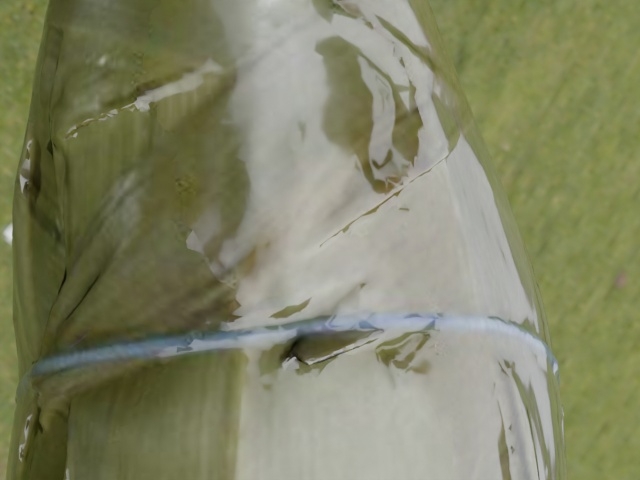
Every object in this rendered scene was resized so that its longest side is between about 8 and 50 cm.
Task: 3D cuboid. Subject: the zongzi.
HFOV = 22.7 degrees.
[{"bbox_3d":[0.000,0.000,0.591,0.356,0.174,0.393,-1,87,-78],"label":"zongzi"}]
